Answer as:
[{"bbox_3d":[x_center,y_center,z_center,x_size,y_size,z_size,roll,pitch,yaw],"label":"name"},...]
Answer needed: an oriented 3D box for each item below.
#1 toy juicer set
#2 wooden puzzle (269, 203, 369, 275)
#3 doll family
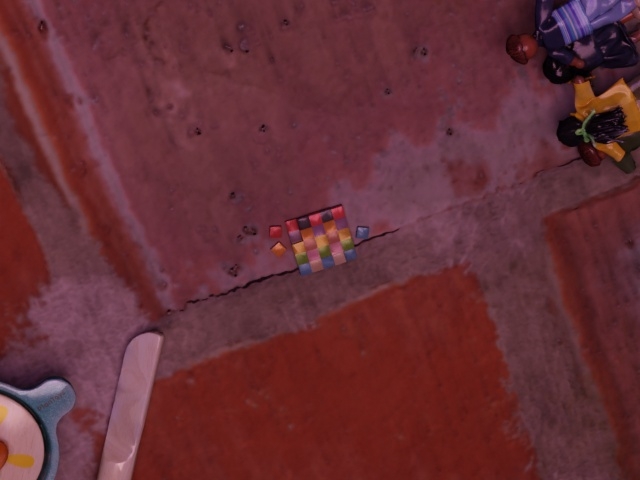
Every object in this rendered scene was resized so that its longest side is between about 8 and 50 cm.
[{"bbox_3d":[-0.273,0.204,1.514,0.329,0.089,0.209,-10,110,-6],"label":"toy juicer set"},{"bbox_3d":[0.000,0.000,1.530,0.083,0.006,0.049,-18,111,-3],"label":"wooden puzzle"},{"bbox_3d":[0.219,-0.132,1.487,0.111,0.076,0.193,-27,106,5],"label":"doll family"}]
